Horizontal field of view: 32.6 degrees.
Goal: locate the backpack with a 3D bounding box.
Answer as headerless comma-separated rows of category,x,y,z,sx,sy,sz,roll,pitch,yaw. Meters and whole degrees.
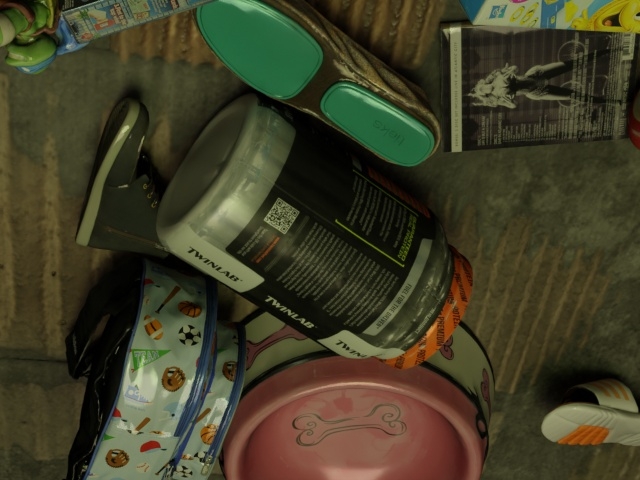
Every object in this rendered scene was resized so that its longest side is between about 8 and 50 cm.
backpack,-0.202,0.165,1.353,0.213,0.276,0.263,7,124,-16

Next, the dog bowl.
dog bowl,0.043,0.263,1.490,0.408,0.150,0.408,0,127,0

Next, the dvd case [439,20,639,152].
dvd case,0.247,-0.180,1.245,0.221,0.018,0.164,-5,128,2

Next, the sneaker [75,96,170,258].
sneaker,-0.208,-0.071,1.291,0.118,0.083,0.222,13,134,-17

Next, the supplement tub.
supplement tub,0.000,0.000,1.259,0.338,0.207,0.207,34,119,-22

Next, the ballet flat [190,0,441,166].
ballet flat,-0.003,-0.191,1.180,0.316,0.106,0.107,35,125,-23

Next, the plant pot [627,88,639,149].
plant pot,0.443,-0.116,1.192,0.174,0.191,0.191,40,117,-19

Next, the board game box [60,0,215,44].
board game box,-0.150,-0.298,1.068,0.194,0.194,0.060,-5,158,2

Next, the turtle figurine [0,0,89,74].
turtle figurine,-0.367,-0.270,1.063,0.274,0.198,0.266,-2,123,-4

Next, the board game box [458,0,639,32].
board game box,0.310,-0.329,0.990,0.302,0.086,0.308,-3,144,-26

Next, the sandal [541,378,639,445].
sandal,0.403,0.238,1.530,0.265,0.076,0.102,13,143,-35
